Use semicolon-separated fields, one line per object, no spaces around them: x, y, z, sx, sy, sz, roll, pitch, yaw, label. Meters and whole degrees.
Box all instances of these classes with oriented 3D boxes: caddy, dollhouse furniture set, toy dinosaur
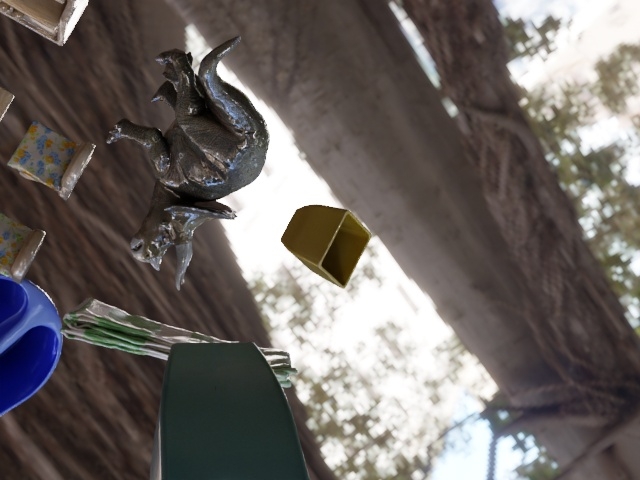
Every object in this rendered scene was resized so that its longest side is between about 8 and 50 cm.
-0.547;0.166;1.758;0.341;0.241;0.179;-34;-146;-7;caddy
-0.442;-0.197;1.476;0.394;0.362;0.256;-63;-170;-11;dollhouse furniture set
-0.109;-0.102;1.185;0.313;0.160;0.121;-46;-179;44;toy dinosaur

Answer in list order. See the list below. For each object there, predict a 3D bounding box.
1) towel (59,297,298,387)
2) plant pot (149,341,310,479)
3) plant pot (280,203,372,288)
-0.197;0.143;1.724;0.248;0.325;0.038;-156;-101;-85;towel
-0.120;0.243;1.419;0.166;0.165;0.234;105;-20;-45;plant pot
0.000;0.000;1.512;0.083;0.081;0.081;21;-102;33;plant pot
